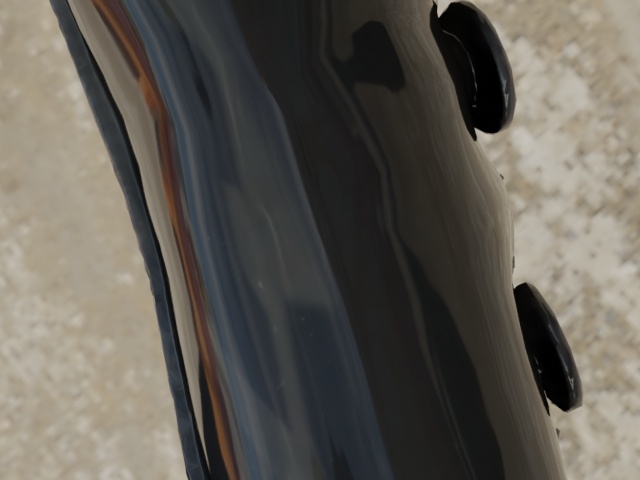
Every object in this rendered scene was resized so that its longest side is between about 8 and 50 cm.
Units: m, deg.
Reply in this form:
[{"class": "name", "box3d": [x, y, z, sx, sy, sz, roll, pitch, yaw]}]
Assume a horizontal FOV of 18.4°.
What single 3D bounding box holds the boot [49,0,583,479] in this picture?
[{"class": "boot", "box3d": [0.000, 0.000, 0.488, 0.146, 0.367, 0.445, -10, 95, 0]}]
